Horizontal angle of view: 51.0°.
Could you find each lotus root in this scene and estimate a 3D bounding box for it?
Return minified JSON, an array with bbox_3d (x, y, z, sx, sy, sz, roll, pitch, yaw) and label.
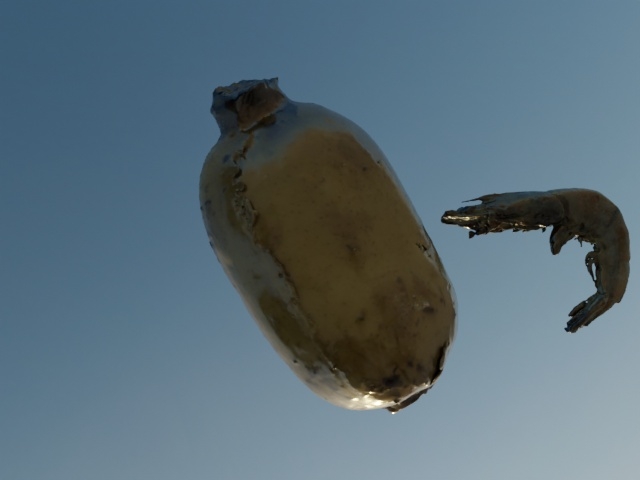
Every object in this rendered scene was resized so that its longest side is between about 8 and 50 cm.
[{"bbox_3d":[0.000,0.000,0.528,0.160,0.146,0.284,-34,-83,-54],"label":"lotus root"}]

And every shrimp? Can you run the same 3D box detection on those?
[{"bbox_3d":[0.221,0.020,0.673,0.195,0.035,0.147,-2,-97,-6],"label":"shrimp"}]
